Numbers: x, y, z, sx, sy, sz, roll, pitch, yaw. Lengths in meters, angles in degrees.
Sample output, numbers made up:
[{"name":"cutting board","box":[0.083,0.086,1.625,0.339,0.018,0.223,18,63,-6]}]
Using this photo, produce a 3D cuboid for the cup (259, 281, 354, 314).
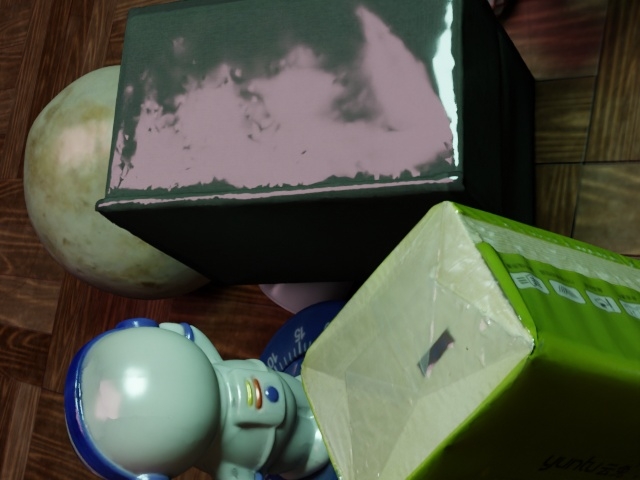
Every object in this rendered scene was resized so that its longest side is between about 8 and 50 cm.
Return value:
[{"name":"cup","box":[0.008,0.006,1.320,0.099,0.136,0.133,32,106,14]}]

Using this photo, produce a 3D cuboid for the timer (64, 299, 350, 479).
[{"name":"timer","box":[-0.055,0.160,1.095,0.270,0.384,0.270,-22,62,47]}]

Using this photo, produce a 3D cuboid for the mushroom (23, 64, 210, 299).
[{"name":"mushroom","box":[-0.211,-0.081,1.519,0.297,0.297,0.290,-55,5,25]}]

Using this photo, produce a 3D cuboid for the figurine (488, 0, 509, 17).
[{"name":"figurine","box":[0.138,-0.332,1.143,0.370,0.167,0.281,-114,18,-60]}]

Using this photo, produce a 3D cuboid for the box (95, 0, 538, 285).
[{"name":"box","box":[0.011,-0.091,1.109,0.345,0.251,0.204,-3,72,24]}]

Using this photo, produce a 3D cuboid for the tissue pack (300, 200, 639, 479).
[{"name":"tissue pack","box":[0.161,0.110,0.924,0.200,0.275,0.167,-51,44,28]}]
